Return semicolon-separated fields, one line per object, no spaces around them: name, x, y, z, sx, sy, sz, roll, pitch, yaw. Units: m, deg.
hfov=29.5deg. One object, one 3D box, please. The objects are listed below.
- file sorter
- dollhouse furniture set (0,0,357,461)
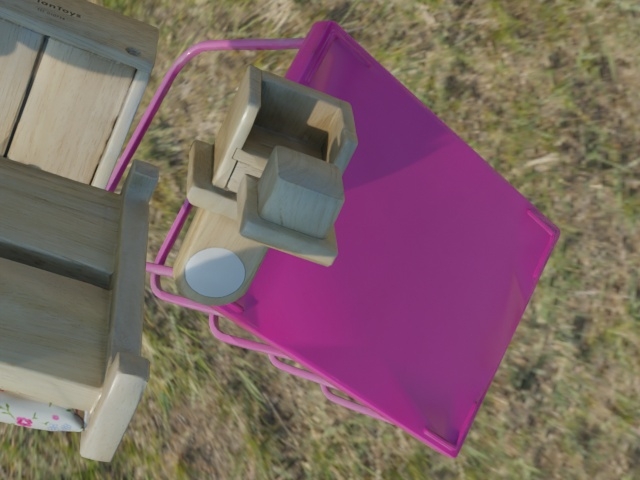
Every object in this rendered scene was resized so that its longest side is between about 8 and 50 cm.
file sorter;0.000;0.000;0.928;0.290;0.182;0.202;37;74;-37
dollhouse furniture set;-0.136;0.044;0.498;0.303;0.355;0.174;18;120;-16
